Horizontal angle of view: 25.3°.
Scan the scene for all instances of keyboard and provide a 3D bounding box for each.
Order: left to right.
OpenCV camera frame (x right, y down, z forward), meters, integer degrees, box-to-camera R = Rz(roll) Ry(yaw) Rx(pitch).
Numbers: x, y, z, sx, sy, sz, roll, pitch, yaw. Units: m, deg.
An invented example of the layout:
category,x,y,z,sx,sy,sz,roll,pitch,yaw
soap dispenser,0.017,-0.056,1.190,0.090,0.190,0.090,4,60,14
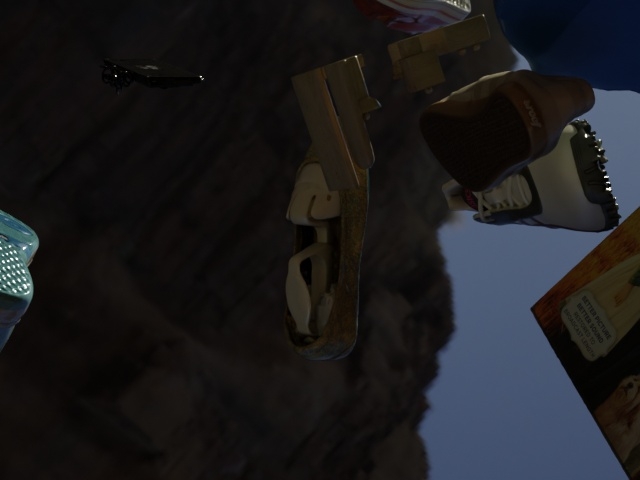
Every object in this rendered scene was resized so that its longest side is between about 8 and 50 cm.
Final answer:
category,x,y,z,sx,sy,sz,roll,pitch,yaw
keyboard,-0.215,-0.191,1.710,0.192,0.100,0.038,-152,-118,-64

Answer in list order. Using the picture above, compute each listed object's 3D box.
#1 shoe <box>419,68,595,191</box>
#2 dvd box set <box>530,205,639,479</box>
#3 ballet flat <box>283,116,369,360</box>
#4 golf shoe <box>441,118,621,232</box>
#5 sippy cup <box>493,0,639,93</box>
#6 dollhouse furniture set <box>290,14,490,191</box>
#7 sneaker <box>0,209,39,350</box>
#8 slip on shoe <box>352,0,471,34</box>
category,x,y,z,sx,sy,sz,roll,pitch,yaw
shoe,0.133,-0.083,1.042,0.058,0.077,0.219,-31,-174,-13
dvd box set,0.425,0.036,1.403,0.420,0.062,0.308,-45,-141,19
ballet flat,0.000,0.000,2.009,0.123,0.123,0.349,9,-81,52
golf shoe,0.198,-0.046,1.338,0.120,0.105,0.273,-18,-177,-6
sippy cup,0.219,-0.236,1.017,0.305,0.240,0.224,-8,-123,37
dollhouse furniture set,0.083,-0.134,1.420,0.151,0.123,0.144,-21,-172,-25
sneaker,-0.397,0.077,1.517,0.208,0.127,0.319,-60,-165,10
slip on shoe,0.074,-0.306,1.690,0.101,0.331,0.123,-23,-102,24
